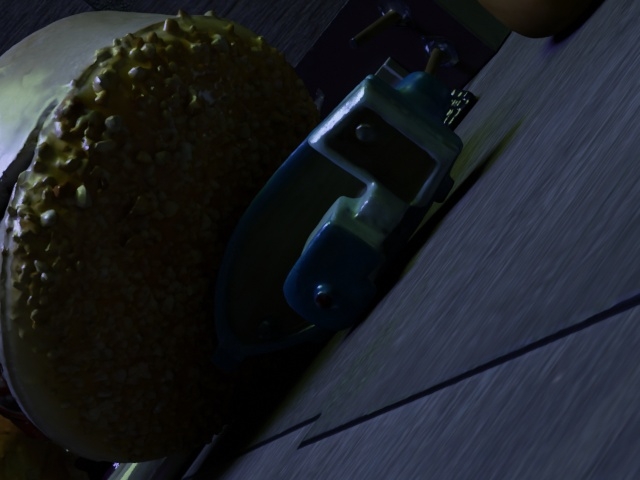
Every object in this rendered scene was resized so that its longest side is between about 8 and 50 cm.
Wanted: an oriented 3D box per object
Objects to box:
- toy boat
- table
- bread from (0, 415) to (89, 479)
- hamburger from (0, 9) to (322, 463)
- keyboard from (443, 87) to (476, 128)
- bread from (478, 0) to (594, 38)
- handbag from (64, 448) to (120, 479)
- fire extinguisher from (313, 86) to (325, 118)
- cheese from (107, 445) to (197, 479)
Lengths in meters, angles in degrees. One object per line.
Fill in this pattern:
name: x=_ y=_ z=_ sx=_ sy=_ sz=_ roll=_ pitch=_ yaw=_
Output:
toy boat: x=0.000 y=0.000 z=1.014 sx=0.215 sy=0.088 sz=0.102 roll=-50 pitch=6 yaw=30
table: x=0.037 y=-0.126 z=1.500 sx=0.111 sy=0.121 sz=0.240 roll=-54 pitch=5 yaw=-39
bread: x=-0.300 y=0.221 z=1.374 sx=0.250 sy=0.179 sz=0.133 roll=-7 pitch=-41 yaw=-32
hamburger: x=-0.113 y=-0.004 z=1.124 sx=0.302 sy=0.170 sz=0.302 roll=-29 pitch=-47 yaw=-38
keyboard: x=0.048 y=-0.036 z=1.312 sx=0.195 sy=0.018 sz=0.060 roll=-52 pitch=7 yaw=-1
bread: x=0.174 y=-0.229 z=1.105 sx=0.217 sy=0.098 sz=0.147 roll=-52 pitch=8 yaw=3
handbag: x=-0.151 y=0.133 z=1.621 sx=0.216 sy=0.074 sz=0.203 roll=-52 pitch=4 yaw=6
fire extinguisher: x=-0.021 y=-0.048 z=1.357 sx=0.075 sy=0.106 sz=0.252 roll=-11 pitch=-4 yaw=2
cheese: x=-0.105 y=0.140 z=1.272 sx=0.192 sy=0.037 sz=0.097 roll=-52 pitch=5 yaw=-10
